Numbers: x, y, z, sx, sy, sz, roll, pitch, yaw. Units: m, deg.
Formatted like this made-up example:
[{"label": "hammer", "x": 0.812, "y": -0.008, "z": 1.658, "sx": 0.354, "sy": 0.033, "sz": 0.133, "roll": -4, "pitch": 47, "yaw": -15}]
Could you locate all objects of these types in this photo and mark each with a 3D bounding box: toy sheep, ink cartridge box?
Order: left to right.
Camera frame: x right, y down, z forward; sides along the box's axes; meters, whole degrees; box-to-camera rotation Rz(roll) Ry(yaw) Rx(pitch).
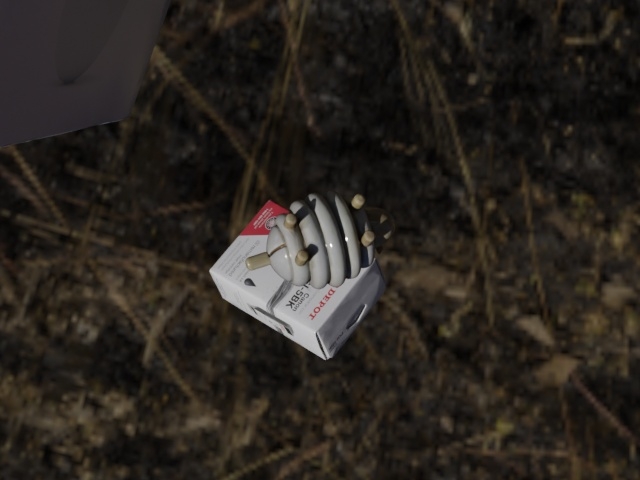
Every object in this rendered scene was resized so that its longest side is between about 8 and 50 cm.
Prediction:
[{"label": "ink cartridge box", "x": -0.021, "y": 0.036, "z": 1.397, "sx": 0.135, "sy": 0.099, "sz": 0.056, "roll": 28, "pitch": 158, "yaw": 28}, {"label": "toy sheep", "x": 0.000, "y": 0.000, "z": 1.236, "sx": 0.132, "sy": 0.091, "sz": 0.091, "roll": -12, "pitch": 145, "yaw": -10}]

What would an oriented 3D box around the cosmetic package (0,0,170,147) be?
[{"label": "cosmetic package", "x": -0.135, "y": -0.171, "z": 0.612, "sx": 0.138, "sy": 0.224, "sz": 0.224, "roll": 26, "pitch": 102, "yaw": 6}]
